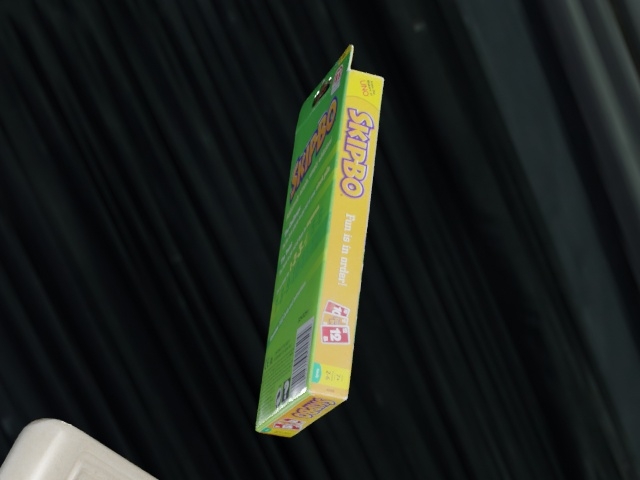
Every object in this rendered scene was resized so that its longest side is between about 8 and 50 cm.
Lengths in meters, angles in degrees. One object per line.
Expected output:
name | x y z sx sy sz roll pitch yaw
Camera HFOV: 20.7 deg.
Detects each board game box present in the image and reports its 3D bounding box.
board game box | 0.000 0.000 1.237 0.039 0.259 0.124 11 -21 -16

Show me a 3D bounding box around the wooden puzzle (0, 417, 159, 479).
wooden puzzle | -0.157 0.260 1.159 0.044 0.238 0.221 11 68 50
